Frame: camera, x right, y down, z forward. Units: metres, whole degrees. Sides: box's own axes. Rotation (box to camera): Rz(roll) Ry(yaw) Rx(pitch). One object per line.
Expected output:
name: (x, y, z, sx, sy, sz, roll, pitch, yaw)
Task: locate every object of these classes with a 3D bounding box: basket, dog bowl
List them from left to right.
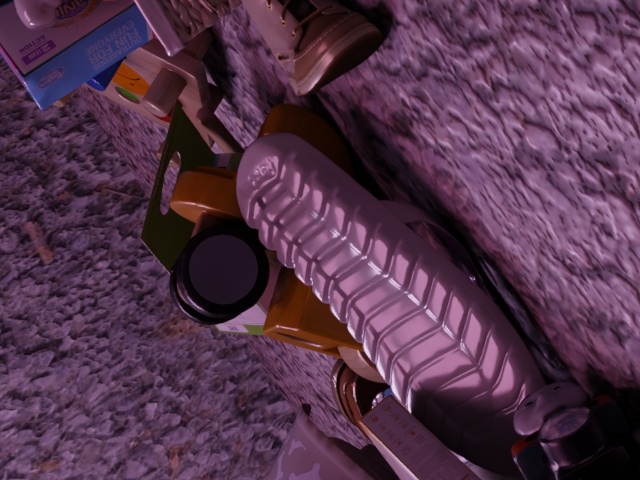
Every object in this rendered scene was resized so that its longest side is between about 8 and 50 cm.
basket: (-0.149, -0.281, 1.580, 0.167, 0.103, 0.113, 59, -177, -10)
dog bowl: (0.084, 0.337, 1.876, 0.349, 0.102, 0.349, 37, 180, 0)

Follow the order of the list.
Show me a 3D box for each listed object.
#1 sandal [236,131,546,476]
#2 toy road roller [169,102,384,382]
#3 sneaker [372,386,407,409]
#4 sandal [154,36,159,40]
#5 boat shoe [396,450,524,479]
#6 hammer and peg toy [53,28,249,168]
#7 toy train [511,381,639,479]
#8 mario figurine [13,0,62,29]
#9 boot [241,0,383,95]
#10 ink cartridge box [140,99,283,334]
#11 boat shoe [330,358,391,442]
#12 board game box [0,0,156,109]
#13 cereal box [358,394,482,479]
sandal: (0.088, 0.038, 1.509, 0.416, 0.102, 0.169, 47, 139, 14)
toy road roller: (0.000, 0.000, 1.696, 0.329, 0.241, 0.202, 19, 172, -6)
sneaker: (0.093, 0.185, 1.617, 0.191, 0.071, 0.083, 103, 170, -58)
sandal: (-0.289, -0.318, 2.288, 0.102, 0.076, 0.265, 44, 165, 50)
boat shoe: (0.194, 0.256, 1.681, 0.156, 0.136, 0.367, 52, 160, 8)
hammer and peg toy: (-0.204, -0.202, 2.025, 0.361, 0.127, 0.266, 28, 165, 10)
toy train: (0.265, 0.271, 1.334, 0.334, 0.142, 0.190, 59, 180, -13)
mario figurine: (-0.290, -0.355, 1.754, 0.320, 0.170, 0.198, 38, 125, 29)
boot: (-0.026, -0.209, 1.345, 0.165, 0.077, 0.213, 59, 173, -5)
ink cartridge box: (-0.104, -0.022, 1.872, 0.097, 0.189, 0.255, 3, 155, 21)
boat shoe: (0.120, 0.248, 2.088, 0.104, 0.111, 0.307, 39, 170, 47)
board game box: (-0.306, -0.329, 1.841, 0.316, 0.242, 0.064, 51, 171, 31)
cereal box: (0.140, 0.255, 1.439, 0.173, 0.047, 0.240, 56, 171, -32)
